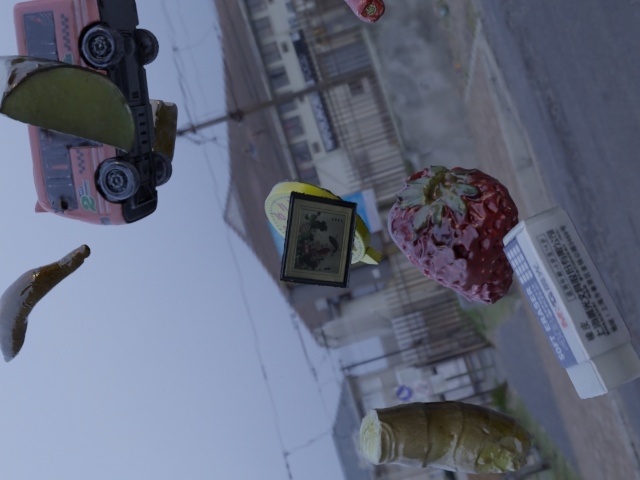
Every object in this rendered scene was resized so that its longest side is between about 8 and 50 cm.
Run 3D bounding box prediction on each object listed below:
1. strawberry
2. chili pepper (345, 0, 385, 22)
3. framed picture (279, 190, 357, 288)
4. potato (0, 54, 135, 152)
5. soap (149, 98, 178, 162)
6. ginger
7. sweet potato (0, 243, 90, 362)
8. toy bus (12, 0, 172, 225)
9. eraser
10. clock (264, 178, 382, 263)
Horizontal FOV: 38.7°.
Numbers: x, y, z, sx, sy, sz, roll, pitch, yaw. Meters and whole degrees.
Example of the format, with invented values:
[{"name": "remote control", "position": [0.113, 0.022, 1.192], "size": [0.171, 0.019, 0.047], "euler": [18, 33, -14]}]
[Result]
[{"name": "strawberry", "position": [0.345, -0.003, 2.153], "size": [0.345, 0.318, 0.295], "euler": [51, -131, -35]}, {"name": "chili pepper", "position": [0.100, -0.546, 2.084], "size": [0.123, 0.073, 0.070], "euler": [-116, 24, -44]}, {"name": "framed picture", "position": [0.000, 0.000, 1.985], "size": [0.195, 0.010, 0.199], "euler": [8, -91, -41]}, {"name": "potato", "position": [-0.463, -0.241, 1.446], "size": [0.269, 0.255, 0.112], "euler": [16, -88, -59]}, {"name": "soap", "position": [-0.436, -0.255, 2.077], "size": [0.073, 0.232, 0.140], "euler": [1, -83, -56]}, {"name": "ginger", "position": [0.194, 0.306, 1.419], "size": [0.109, 0.263, 0.116], "euler": [105, 167, -62]}, {"name": "sweet potato", "position": [-0.639, 0.127, 1.998], "size": [0.108, 0.346, 0.079], "euler": [22, -157, -52]}, {"name": "toy bus", "position": [-0.435, -0.244, 1.716], "size": [0.203, 0.233, 0.426], "euler": [-44, -49, -74]}, {"name": "eraser", "position": [0.379, 0.095, 1.378], "size": [0.124, 0.081, 0.278], "euler": [104, 143, -75]}, {"name": "clock", "position": [-0.011, -0.028, 2.225], "size": [0.293, 0.277, 0.071], "euler": [48, -122, -29]}]
